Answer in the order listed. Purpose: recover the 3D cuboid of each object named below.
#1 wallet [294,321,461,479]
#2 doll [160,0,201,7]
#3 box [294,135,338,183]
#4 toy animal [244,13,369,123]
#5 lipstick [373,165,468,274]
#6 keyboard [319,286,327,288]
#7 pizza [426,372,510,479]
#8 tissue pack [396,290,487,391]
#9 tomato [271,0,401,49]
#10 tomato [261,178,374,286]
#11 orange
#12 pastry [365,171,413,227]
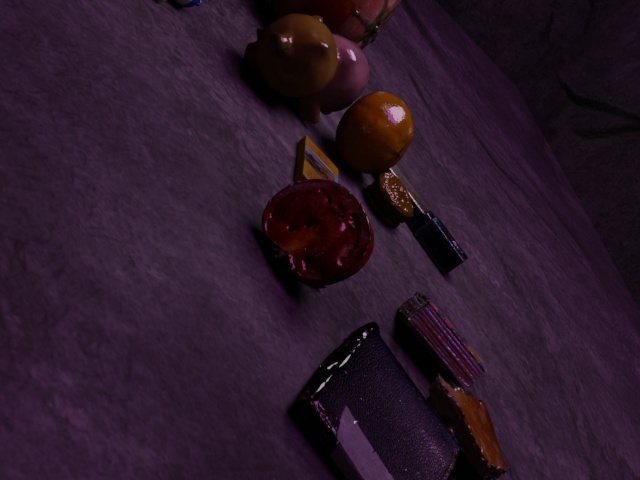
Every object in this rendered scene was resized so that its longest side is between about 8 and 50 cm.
[{"bbox_3d":[0.074,0.238,1.388,0.221,0.071,0.262,57,23,-4],"label":"wallet"},{"bbox_3d":[-0.238,-0.415,1.769,0.143,0.057,0.099,30,52,-49],"label":"doll"},{"bbox_3d":[-0.005,-0.109,1.832,0.087,0.023,0.155,43,22,-20],"label":"box"},{"bbox_3d":[-0.023,-0.308,1.924,0.281,0.169,0.195,9,83,-60],"label":"toy animal"},{"bbox_3d":[0.170,-0.076,2.124,0.312,0.051,0.051,54,21,4],"label":"lipstick"},{"bbox_3d":[-0.023,0.013,1.597,0.049,0.015,0.129,34,28,-43],"label":"keyboard"},{"bbox_3d":[0.203,0.276,1.594,0.226,0.069,0.147,30,37,-64],"label":"pizza"},{"bbox_3d":[0.190,0.156,1.735,0.148,0.060,0.108,51,-2,-7],"label":"tissue pack"},{"bbox_3d":[0.026,-0.492,2.185,0.265,0.265,0.265,45,22,-23],"label":"tomato"},{"bbox_3d":[0.000,0.000,1.523,0.159,0.139,0.091,47,-11,25],"label":"tomato"},{"bbox_3d":[0.102,-0.192,2.009,0.124,0.156,0.156,39,12,26],"label":"orange"},{"bbox_3d":[0.126,-0.073,2.021,0.109,0.057,0.097,25,39,-49],"label":"pastry"}]
